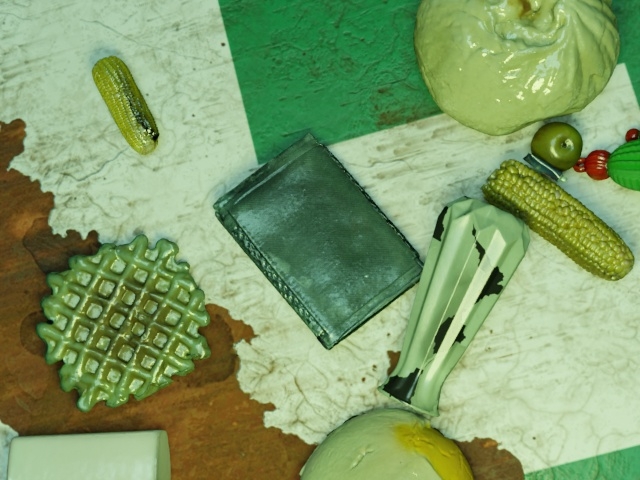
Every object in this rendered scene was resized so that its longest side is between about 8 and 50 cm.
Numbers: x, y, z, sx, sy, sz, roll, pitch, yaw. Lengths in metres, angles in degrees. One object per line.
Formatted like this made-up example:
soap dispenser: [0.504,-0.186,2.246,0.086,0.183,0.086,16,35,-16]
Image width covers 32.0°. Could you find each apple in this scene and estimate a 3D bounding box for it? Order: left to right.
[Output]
apple: [0.412,-0.164,1.947,0.090,0.074,0.089,0,92,-7]

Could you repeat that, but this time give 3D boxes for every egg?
egg: [0.106,0.437,1.812,0.337,0.201,0.337,-2,78,9]

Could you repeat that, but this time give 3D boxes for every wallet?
wallet: [0.000,0.000,1.978,0.237,0.075,0.342,-38,74,-8]

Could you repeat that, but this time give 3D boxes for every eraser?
eraser: [-0.401,0.421,1.934,0.270,0.095,0.174,-4,78,6]

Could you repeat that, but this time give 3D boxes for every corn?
corn: [-0.362,-0.254,2.078,0.072,0.072,0.203,-28,77,1]
corn: [0.410,-0.033,1.914,0.292,0.101,0.101,39,86,15]

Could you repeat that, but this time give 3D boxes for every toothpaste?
toothpaste: [0.388,-0.125,1.922,0.083,0.027,0.019,33,68,3]

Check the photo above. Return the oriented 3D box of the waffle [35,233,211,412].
waffle: [-0.354,0.144,2.002,0.309,0.056,0.291,-23,77,2]

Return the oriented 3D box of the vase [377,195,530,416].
vase: [0.218,0.110,1.881,0.165,0.165,0.360,25,90,12]

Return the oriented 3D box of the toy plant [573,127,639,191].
toy plant: [0.567,-0.138,1.908,0.154,0.088,0.240,-45,43,-15]

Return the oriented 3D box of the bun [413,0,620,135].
bun: [0.332,-0.360,1.926,0.349,0.227,0.352,-44,75,-1]
